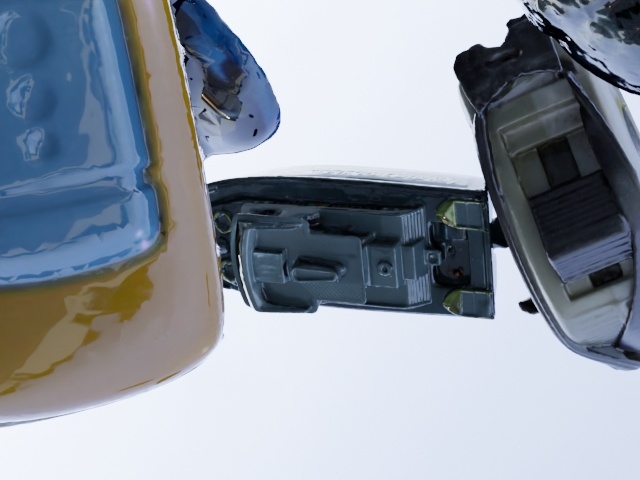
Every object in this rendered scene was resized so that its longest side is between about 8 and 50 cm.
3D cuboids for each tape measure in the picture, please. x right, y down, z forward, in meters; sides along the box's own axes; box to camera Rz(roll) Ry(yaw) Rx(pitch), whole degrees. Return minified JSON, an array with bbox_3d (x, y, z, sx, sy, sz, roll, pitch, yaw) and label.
[{"bbox_3d":[0.194,-0.019,1.099,0.133,0.271,0.231,-22,-106,14],"label":"tape measure"}]

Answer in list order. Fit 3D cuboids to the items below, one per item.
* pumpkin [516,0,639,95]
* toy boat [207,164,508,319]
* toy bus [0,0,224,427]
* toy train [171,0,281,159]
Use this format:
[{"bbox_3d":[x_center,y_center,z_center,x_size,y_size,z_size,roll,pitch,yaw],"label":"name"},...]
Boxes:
[{"bbox_3d":[0.231,-0.215,0.766,0.315,0.315,0.238,-55,-172,18],"label":"pumpkin"},{"bbox_3d":[0.000,0.001,1.168,0.296,0.122,0.114,3,-65,20],"label":"toy boat"},{"bbox_3d":[-0.099,-0.040,0.467,0.136,0.126,0.209,-173,-108,-73],"label":"toy bus"},{"bbox_3d":[-0.164,-0.131,0.745,0.188,0.300,0.265,-41,-112,-17],"label":"toy train"}]
